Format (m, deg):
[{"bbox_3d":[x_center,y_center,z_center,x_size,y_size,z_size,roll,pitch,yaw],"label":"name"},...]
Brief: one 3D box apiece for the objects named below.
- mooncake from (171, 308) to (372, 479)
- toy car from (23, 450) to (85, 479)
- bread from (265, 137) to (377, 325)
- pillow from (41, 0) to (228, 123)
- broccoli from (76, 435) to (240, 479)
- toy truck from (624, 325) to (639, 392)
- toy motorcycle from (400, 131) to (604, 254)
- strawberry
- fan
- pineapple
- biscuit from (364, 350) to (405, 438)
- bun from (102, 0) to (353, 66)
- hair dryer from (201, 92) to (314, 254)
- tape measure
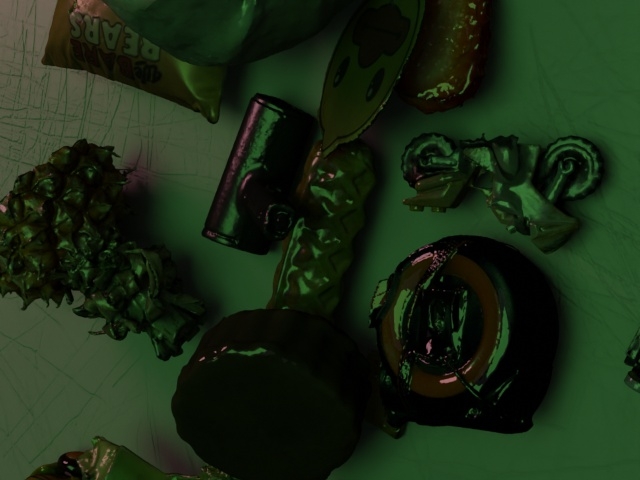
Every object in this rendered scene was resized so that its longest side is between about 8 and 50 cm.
[{"bbox_3d":[-0.052,0.176,1.427,0.228,0.124,0.228,7,129,9],"label":"mooncake"},{"bbox_3d":[-0.343,0.406,1.676,0.248,0.142,0.200,9,96,32],"label":"toy car"},{"bbox_3d":[0.000,0.000,1.477,0.087,0.098,0.269,13,102,-11],"label":"bread"},{"bbox_3d":[-0.219,-0.340,1.586,0.310,0.119,0.312,19,100,26],"label":"pillow"},{"bbox_3d":[-0.162,0.367,1.513,0.254,0.186,0.302,-26,94,16],"label":"broccoli"},{"bbox_3d":[0.396,0.143,1.227,0.192,0.092,0.083,35,109,35],"label":"toy truck"},{"bbox_3d":[0.194,-0.053,1.343,0.229,0.094,0.129,4,93,24],"label":"toy motorcycle"},{"bbox_3d":[0.152,-0.230,1.381,0.121,0.082,0.188,21,88,31],"label":"strawberry"},{"bbox_3d":[0.072,-0.246,1.394,0.335,0.011,0.229,-64,22,5],"label":"fan"},{"bbox_3d":[-0.265,0.040,1.589,0.272,0.262,0.262,37,111,14],"label":"pineapple"},{"bbox_3d":[0.078,0.186,1.473,0.081,0.018,0.083,27,105,29],"label":"biscuit"},{"bbox_3d":[-0.105,-0.366,1.375,0.211,0.362,0.362,-126,54,-66],"label":"bun"},{"bbox_3d":[-0.061,-0.056,1.449,0.251,0.089,0.197,-123,53,-69],"label":"hair dryer"},{"bbox_3d":[0.158,0.105,1.350,0.202,0.135,0.223,1,86,41],"label":"tape measure"}]
